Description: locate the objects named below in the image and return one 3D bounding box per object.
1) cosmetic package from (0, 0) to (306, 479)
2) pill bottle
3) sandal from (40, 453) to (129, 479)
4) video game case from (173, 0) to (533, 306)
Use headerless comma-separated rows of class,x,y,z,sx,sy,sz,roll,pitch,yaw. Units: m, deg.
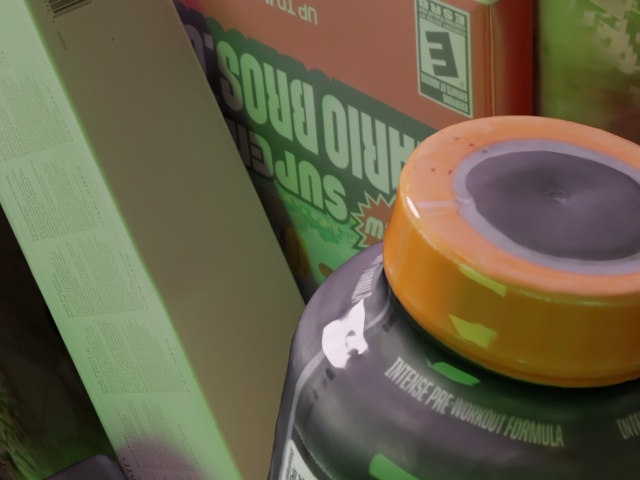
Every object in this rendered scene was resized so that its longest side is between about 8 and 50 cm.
cosmetic package,-0.065,0.001,0.686,0.099,0.060,0.239,-8,108,56
pill bottle,0.047,0.085,0.555,0.130,0.130,0.246,38,134,33
sandal,-0.113,0.203,0.838,0.167,0.107,0.446,59,166,17
video game case,0.000,0.000,0.675,0.204,0.025,0.285,30,137,41
